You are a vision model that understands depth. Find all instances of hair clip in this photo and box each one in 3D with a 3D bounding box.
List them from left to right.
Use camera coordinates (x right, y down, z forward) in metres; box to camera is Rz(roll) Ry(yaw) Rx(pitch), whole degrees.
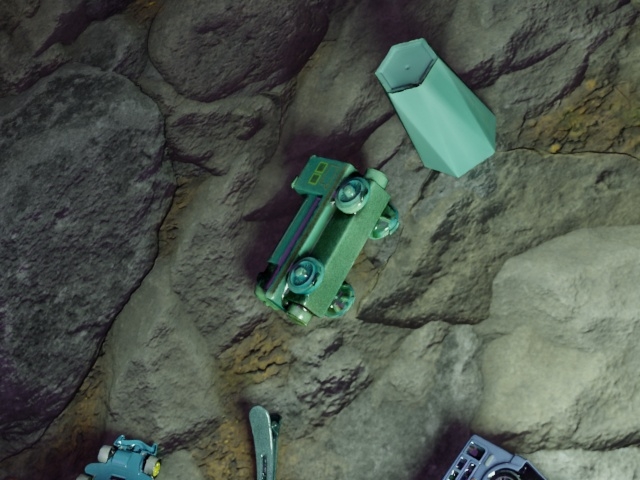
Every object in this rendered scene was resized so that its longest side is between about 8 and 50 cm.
[{"bbox_3d":[-0.089,0.382,1.773,0.039,0.070,0.229,-10,65,23],"label":"hair clip"}]

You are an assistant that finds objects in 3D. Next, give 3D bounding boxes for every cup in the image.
[{"bbox_3d":[0.186,-0.220,1.847,0.134,0.236,0.148,-14,58,27],"label":"cup"}]

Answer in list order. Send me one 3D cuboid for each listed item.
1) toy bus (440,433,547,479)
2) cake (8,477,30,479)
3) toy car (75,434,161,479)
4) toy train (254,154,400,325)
[{"bbox_3d":[0.188,0.420,1.520,0.133,0.125,0.292,27,77,42],"label":"toy bus"},{"bbox_3d":[-0.562,0.533,1.981,0.109,0.090,0.225,2,45,36],"label":"cake"},{"bbox_3d":[-0.341,0.419,1.893,0.126,0.098,0.161,12,36,9],"label":"toy car"},{"bbox_3d":[0.000,0.000,1.911,0.194,0.120,0.298,17,72,46],"label":"toy train"}]
